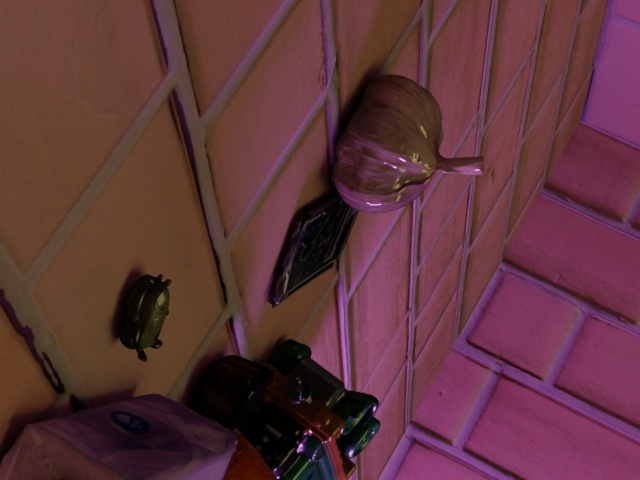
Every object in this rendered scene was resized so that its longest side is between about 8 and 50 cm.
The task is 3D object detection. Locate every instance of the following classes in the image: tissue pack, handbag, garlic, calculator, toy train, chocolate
[{"bbox_3d":[-0.246,0.313,1.585,0.242,0.160,0.338,-64,166,6],"label":"tissue pack"},{"bbox_3d":[-0.197,0.081,1.578,0.072,0.047,0.111,-46,159,-51],"label":"handbag"},{"bbox_3d":[0.137,-0.123,2.066,0.218,0.212,0.218,-55,157,-37],"label":"garlic"},{"bbox_3d":[0.001,0.000,2.157,0.274,0.028,0.166,-34,147,-63],"label":"calculator"},{"bbox_3d":[-0.046,0.326,2.294,0.249,0.178,0.429,-50,163,-14],"label":"toy train"},{"bbox_3d":[-0.133,0.214,1.970,0.125,0.080,0.148,-55,174,12],"label":"chocolate"}]

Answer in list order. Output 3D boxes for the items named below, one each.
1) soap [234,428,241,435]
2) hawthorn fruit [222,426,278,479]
[{"bbox_3d":[-0.162,0.445,2.112,0.218,0.098,0.273,-50,148,-46],"label":"soap"},{"bbox_3d":[-0.125,0.382,1.882,0.211,0.299,0.211,-47,-170,11],"label":"hawthorn fruit"}]
